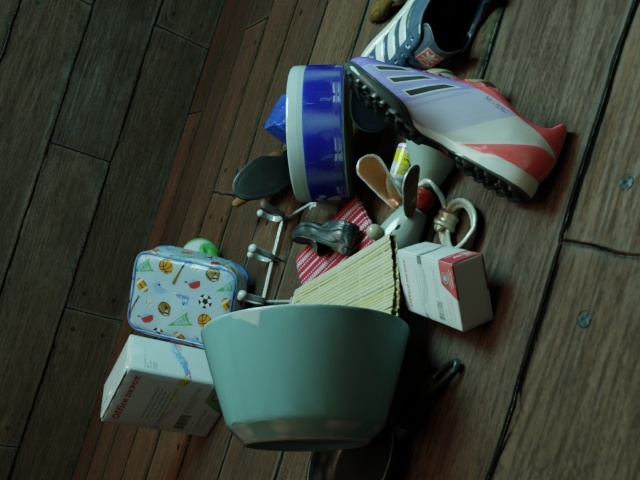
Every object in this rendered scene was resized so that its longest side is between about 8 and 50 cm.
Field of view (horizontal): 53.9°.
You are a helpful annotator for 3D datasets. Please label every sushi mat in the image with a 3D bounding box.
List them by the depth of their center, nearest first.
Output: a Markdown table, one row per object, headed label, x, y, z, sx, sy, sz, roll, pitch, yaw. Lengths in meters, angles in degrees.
| label | x | y | z | sx | sy | sz | roll | pitch | yaw |
| --- | --- | --- | --- | --- | --- | --- | --- | --- | --- |
| sushi mat | 0.032 | 0.109 | 1.068 | 0.316 | 0.019 | 0.152 | -34 | 47 | 51 |

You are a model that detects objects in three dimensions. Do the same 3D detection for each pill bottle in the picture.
| label | x | y | z | sx | sy | sz | roll | pitch | yaw |
| --- | --- | --- | --- | --- | --- | --- | --- | --- | --- |
| pill bottle | 0.148 | -0.128 | 1.121 | 0.043 | 0.043 | 0.083 | 16 | 89 | 64 |

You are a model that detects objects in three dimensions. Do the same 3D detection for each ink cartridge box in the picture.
| label | x | y | z | sx | sy | sz | roll | pitch | yaw |
| --- | --- | --- | --- | --- | --- | --- | --- | --- | --- |
| ink cartridge box | 0.174 | 0.061 | 0.893 | 0.135 | 0.056 | 0.099 | 17 | 122 | 64 |
| ink cartridge box | -0.375 | 0.364 | 1.560 | 0.201 | 0.278 | 0.117 | -57 | 30 | 27 |

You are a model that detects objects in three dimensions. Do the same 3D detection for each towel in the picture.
| label | x | y | z | sx | sy | sz | roll | pitch | yaw |
| --- | --- | --- | --- | --- | --- | --- | --- | --- | --- |
| towel | 0.046 | 0.064 | 1.158 | 0.199 | 0.031 | 0.275 | -46 | 37 | 21 |

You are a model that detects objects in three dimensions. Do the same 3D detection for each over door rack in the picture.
| label | x | y | z | sx | sy | sz | roll | pitch | yaw |
| --- | --- | --- | --- | --- | --- | --- | --- | --- | --- |
| over door rack | -0.097 | 0.028 | 1.428 | 0.324 | 0.108 | 0.240 | -5 | 70 | 62 |

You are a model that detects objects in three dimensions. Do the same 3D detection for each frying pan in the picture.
| label | x | y | z | sx | sy | sz | roll | pitch | yaw |
| --- | --- | --- | --- | --- | --- | --- | --- | --- | --- |
| frying pan | 0.087 | 0.287 | 0.973 | 0.326 | 0.053 | 0.197 | -55 | 25 | 2 |

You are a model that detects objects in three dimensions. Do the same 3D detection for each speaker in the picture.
| label | x | y | z | sx | sy | sz | roll | pitch | yaw |
| --- | --- | --- | --- | --- | --- | --- | --- | --- | --- |
| speaker | -0.335 | 0.112 | 1.814 | 0.131 | 0.131 | 0.296 | -61 | 28 | 21 |

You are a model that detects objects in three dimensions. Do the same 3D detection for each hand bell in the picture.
| label | x | y | z | sx | sy | sz | roll | pitch | yaw |
| --- | --- | --- | --- | --- | --- | --- | --- | --- | --- |
| hand bell | 0.153 | -0.513 | 1.323 | 0.242 | 0.126 | 0.126 | 169 | 116 | -75 |

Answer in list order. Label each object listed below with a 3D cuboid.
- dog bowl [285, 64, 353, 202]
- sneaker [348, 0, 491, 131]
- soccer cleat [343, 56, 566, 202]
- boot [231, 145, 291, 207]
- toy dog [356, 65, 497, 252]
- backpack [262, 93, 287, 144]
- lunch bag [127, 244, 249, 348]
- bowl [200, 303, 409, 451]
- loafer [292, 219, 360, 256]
| label | x | y | z | sx | sy | sz | roll | pitch | yaw |
| --- | --- | --- | --- | --- | --- | --- | --- | --- | --- |
| dog bowl | 0.005 | -0.207 | 1.230 | 0.265 | 0.104 | 0.265 | -1 | -90 | -84 |
| sneaker | 0.168 | -0.323 | 1.106 | 0.350 | 0.131 | 0.148 | -57 | 26 | 28 |
| soccer cleat | 0.178 | -0.179 | 0.866 | 0.116 | 0.318 | 0.108 | -55 | -15 | 1 |
| boot | -0.160 | -0.145 | 1.551 | 0.264 | 0.096 | 0.280 | -46 | 12 | -33 |
| toy dog | 0.145 | -0.139 | 1.000 | 0.220 | 0.160 | 0.334 | -6 | 69 | 62 |
| backpack | -0.067 | -0.317 | 1.605 | 0.101 | 0.098 | 0.120 | -3 | 58 | 53 |
| lunch bag | -0.344 | 0.150 | 1.610 | 0.115 | 0.303 | 0.243 | -31 | -48 | -73 |
| bowl | -0.021 | 0.212 | 0.908 | 0.311 | 0.311 | 0.163 | -34 | 49 | 51 |
| loafer | 0.000 | 0.000 | 1.185 | 0.170 | 0.062 | 0.061 | -5 | 67 | 53 |
